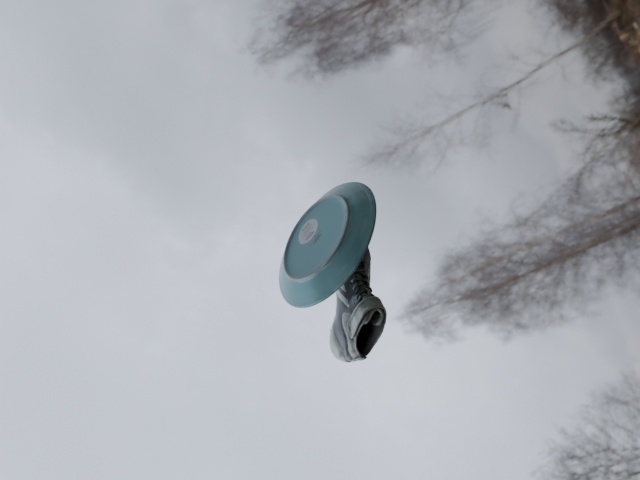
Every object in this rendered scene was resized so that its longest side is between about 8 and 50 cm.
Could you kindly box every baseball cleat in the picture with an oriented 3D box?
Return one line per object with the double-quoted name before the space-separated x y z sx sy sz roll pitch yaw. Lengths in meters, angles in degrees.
"baseball cleat" 0.060 0.072 1.162 0.072 0.109 0.205 7 -103 -29

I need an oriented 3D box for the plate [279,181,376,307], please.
"plate" 0.000 0.000 1.057 0.024 0.188 0.188 31 -143 -30
